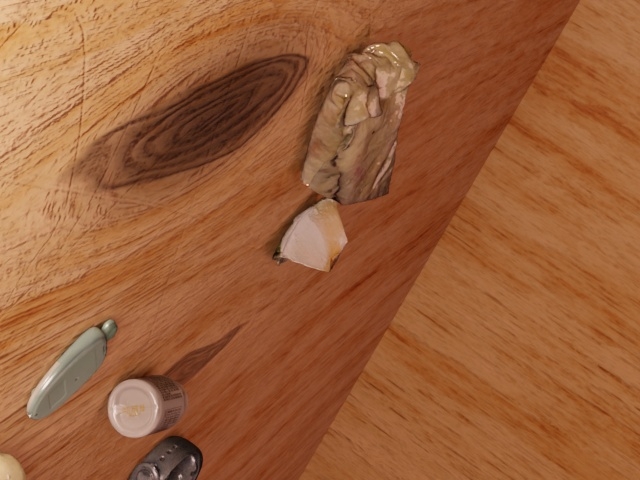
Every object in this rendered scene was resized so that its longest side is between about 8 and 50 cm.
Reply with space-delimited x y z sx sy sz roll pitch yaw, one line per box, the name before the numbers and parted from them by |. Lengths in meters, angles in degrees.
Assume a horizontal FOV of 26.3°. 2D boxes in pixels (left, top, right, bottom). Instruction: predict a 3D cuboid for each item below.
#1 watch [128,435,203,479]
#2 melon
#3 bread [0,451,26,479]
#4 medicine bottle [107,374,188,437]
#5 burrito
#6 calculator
watch | -0.275 0.421 2.278 0.206 0.068 0.193 -61 164 11
melon | -0.002 -0.005 2.142 0.139 0.093 0.202 -64 172 3
bread | -0.413 0.365 1.474 0.316 0.054 0.316 -47 151 -37
medicine bottle | -0.233 0.225 1.882 0.079 0.079 0.140 -57 168 6
burrito | 0.046 -0.143 1.931 0.175 0.107 0.348 -33 157 -23
calculator | -0.289 0.150 1.606 0.153 0.021 0.095 -45 165 -27
